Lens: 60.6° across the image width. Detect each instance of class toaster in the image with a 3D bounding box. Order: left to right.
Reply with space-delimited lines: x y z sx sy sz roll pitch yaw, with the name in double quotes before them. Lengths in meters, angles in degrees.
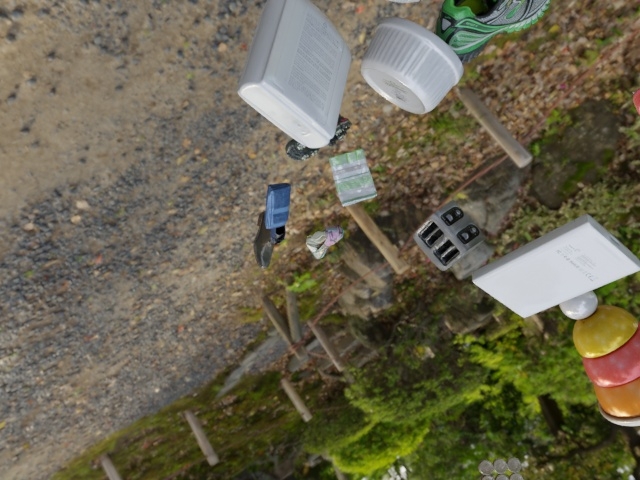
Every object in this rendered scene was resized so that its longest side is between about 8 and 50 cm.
"toaster" 0.413 -0.012 1.789 0.110 0.168 0.185 -28 164 -36

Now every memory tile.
"memory tile" 0.461 0.628 1.382 0.113 0.147 0.012 -4 165 -6

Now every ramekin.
"ramekin" 0.183 -0.357 1.150 0.109 0.207 0.207 -57 163 0

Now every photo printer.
"photo printer" -0.047 -0.407 1.268 0.107 0.307 0.256 -8 152 42

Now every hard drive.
"hard drive" 0.627 0.081 1.479 0.353 0.233 0.047 -37 -150 41

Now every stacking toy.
"stacking toy" 0.972 0.331 1.822 0.351 0.479 0.350 -37 179 -1

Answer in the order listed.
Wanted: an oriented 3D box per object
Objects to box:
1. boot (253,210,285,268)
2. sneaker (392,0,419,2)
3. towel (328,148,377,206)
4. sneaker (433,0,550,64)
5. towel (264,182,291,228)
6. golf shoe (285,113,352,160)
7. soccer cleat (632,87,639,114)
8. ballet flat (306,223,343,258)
"boot" -0.187 0.002 2.023 0.082 0.219 0.106 0 -175 -39
"sneaker" 0.289 -0.723 1.317 0.366 0.210 0.137 -10 171 20
"towel" 0.096 -0.187 1.625 0.113 0.151 0.023 -17 -176 -8
"sneaker" 0.381 -0.508 1.147 0.344 0.134 0.146 -40 161 -16
"towel" -0.108 -0.088 1.396 0.067 0.029 0.119 -14 127 -32
"golf shoe" -0.029 -0.328 1.662 0.273 0.120 0.105 -33 166 -43
"soccer cleat" 0.649 -0.244 0.908 0.248 0.095 0.083 -11 158 -2
"ballet flat" 0.000 0.000 1.797 0.079 0.076 0.221 8 158 -19
